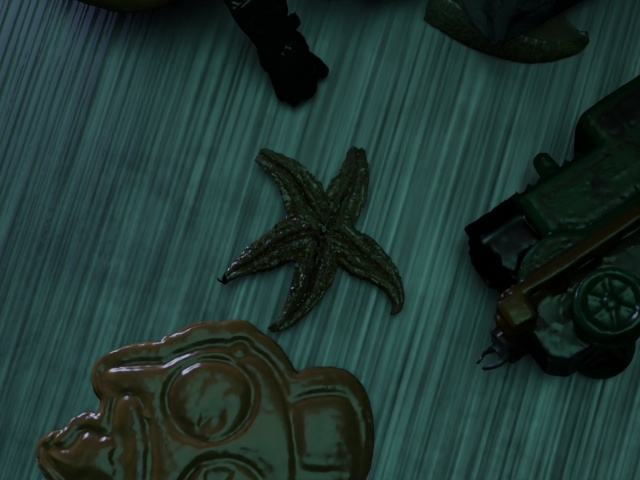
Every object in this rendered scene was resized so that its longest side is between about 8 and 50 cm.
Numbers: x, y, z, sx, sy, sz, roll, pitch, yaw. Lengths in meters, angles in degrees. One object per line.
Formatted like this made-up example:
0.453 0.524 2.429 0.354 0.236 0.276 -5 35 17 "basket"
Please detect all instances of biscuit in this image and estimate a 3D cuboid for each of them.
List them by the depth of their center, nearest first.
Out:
-0.128 0.223 1.809 0.376 0.051 0.269 -7 80 0 "biscuit"

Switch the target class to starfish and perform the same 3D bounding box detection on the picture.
0.000 0.000 1.843 0.240 0.043 0.227 42 83 7 "starfish"

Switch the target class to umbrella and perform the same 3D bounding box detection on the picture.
-0.065 -0.242 1.801 0.059 0.235 0.066 16 64 37 "umbrella"

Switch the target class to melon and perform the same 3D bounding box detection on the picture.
0.216 -0.254 1.888 0.182 0.054 0.098 36 68 5 "melon"

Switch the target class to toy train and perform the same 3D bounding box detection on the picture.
0.324 -0.017 1.785 0.429 0.178 0.249 -33 73 -5 "toy train"

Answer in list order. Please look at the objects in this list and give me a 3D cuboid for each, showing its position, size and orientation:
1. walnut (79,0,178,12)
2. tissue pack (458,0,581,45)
-0.210 -0.379 1.814 0.283 0.227 0.283 -2 75 9 "walnut"
0.315 -0.353 1.780 0.316 0.228 0.103 -30 78 -14 "tissue pack"
